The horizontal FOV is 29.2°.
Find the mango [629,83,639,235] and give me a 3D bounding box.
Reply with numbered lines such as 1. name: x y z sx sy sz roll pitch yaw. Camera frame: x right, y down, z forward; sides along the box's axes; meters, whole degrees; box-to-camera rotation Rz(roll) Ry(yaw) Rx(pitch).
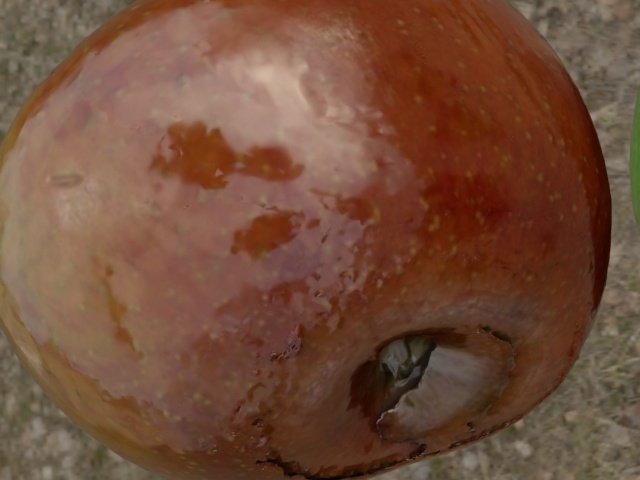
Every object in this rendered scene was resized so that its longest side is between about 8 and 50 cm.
1. mango: 0.277 -0.101 0.613 0.225 0.201 0.382 -97 12 -56

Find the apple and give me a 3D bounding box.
1. apple: 0.000 0.000 0.462 0.173 0.235 0.210 52 163 35
